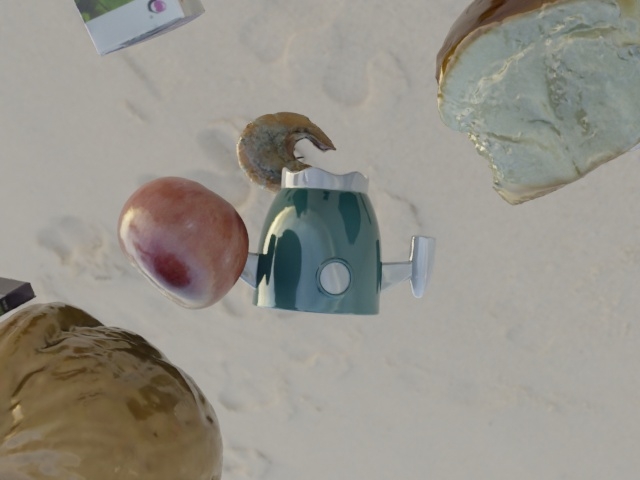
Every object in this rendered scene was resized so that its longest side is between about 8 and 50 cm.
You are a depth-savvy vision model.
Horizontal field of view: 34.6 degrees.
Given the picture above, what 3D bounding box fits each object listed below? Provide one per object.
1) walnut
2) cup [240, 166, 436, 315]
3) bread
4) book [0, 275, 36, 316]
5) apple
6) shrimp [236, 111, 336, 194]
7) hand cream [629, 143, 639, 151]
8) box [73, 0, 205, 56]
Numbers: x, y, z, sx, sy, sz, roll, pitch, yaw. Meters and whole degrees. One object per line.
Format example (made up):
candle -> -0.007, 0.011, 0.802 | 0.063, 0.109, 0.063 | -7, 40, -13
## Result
walnut -> -0.243, 0.204, 0.920 | 0.333, 0.333, 0.333 | 30, 148, 21
cup -> 0.000, 0.000, 1.264 | 0.300, 0.173, 0.167 | 4, 179, -15
bread -> 0.270, -0.202, 1.139 | 0.250, 0.279, 0.225 | -27, 103, 29
book -> -0.417, 0.095, 1.020 | 0.157, 0.231, 0.026 | 8, 122, 47
apple -> -0.150, -0.001, 1.136 | 0.153, 0.120, 0.153 | 40, 169, 9
shrimp -> -0.035, -0.127, 1.565 | 0.187, 0.132, 0.052 | 23, 176, -15
hand cream -> 0.363, -0.188, 1.411 | 0.257, 0.084, 0.050 | 30, 180, -18
box -> -0.242, -0.363, 1.120 | 0.200, 0.106, 0.299 | -90, -22, -76
